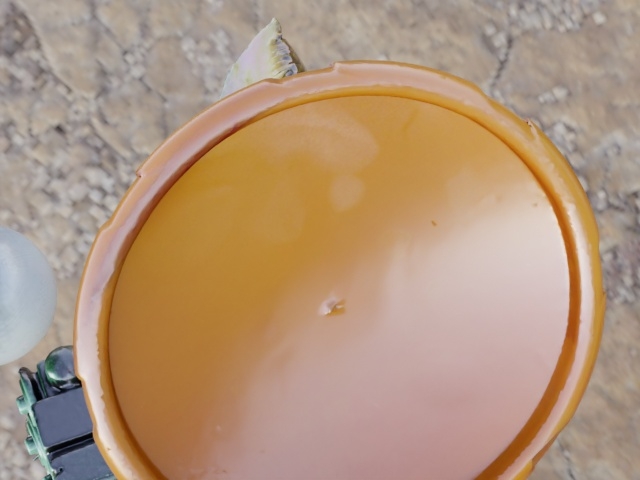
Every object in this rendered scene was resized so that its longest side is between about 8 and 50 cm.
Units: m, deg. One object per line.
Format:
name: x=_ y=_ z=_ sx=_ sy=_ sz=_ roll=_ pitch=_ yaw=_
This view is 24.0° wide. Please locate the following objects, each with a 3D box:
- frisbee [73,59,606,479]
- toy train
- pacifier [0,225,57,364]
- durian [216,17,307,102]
frisbee: x=0.008 y=0.028 z=0.534 sx=0.192 sy=0.192 sz=0.035 roll=-41 pitch=25 yaw=3
toy train: x=-0.135 y=0.136 z=0.901 sx=0.071 sy=0.170 sz=0.111 roll=-17 pitch=53 yaw=-12
pacifier: x=-0.287 y=0.039 z=0.963 sx=0.343 sy=0.269 sz=0.288 roll=11 pitch=88 yaw=44
durian: x=0.003 y=0.015 z=1.063 sx=0.185 sy=0.196 sz=0.305 roll=-11 pitch=50 yaw=27
